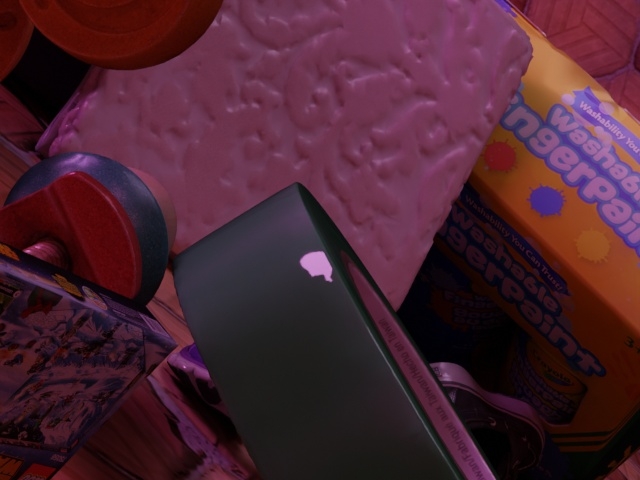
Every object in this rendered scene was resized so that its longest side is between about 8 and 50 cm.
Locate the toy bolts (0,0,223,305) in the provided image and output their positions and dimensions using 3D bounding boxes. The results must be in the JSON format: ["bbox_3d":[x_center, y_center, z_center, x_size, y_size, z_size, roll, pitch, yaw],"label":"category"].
[{"bbox_3d":[-0.116,-0.073,0.941,0.158,0.218,0.228,-37,109,-74],"label":"toy bolts"}]

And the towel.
[{"bbox_3d":[-0.014,-0.107,1.473,0.317,0.331,0.053,38,-19,-26],"label":"towel"}]

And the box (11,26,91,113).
[{"bbox_3d":[-0.193,-0.219,1.608,0.294,0.183,0.296,41,6,-15],"label":"box"}]

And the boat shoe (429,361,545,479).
[{"bbox_3d":[0.135,0.168,1.625,0.228,0.080,0.076,43,27,-58],"label":"boat shoe"}]

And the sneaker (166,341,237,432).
[{"bbox_3d":[-0.046,0.066,1.182,0.068,0.071,0.170,43,7,-5],"label":"sneaker"}]

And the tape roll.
[{"bbox_3d":[0.042,0.124,0.978,0.321,0.077,0.321,58,4,-7],"label":"tape roll"}]

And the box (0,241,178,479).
[{"bbox_3d":[-0.123,0.050,0.729,0.027,0.094,0.137,47,7,28],"label":"box"}]

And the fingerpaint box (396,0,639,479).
[{"bbox_3d":[0.146,-0.012,1.753,0.445,0.163,0.371,45,-25,16],"label":"fingerpaint box"}]
